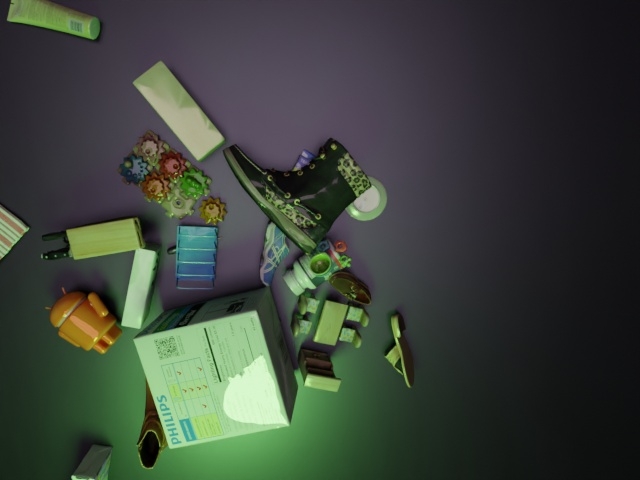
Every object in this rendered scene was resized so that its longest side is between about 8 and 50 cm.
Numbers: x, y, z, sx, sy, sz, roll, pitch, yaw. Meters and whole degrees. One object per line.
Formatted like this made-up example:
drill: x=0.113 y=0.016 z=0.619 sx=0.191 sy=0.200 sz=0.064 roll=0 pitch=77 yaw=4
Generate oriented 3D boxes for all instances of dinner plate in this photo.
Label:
dinner plate: x=0.140 y=-0.131 z=1.512 sx=0.141 sy=0.017 sz=0.141 roll=-1 pitch=100 yaw=-4

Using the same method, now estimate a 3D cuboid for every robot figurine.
robot figurine: x=-0.701 y=0.237 z=1.444 sx=0.219 sy=0.158 sz=0.128 roll=41 pitch=54 yaw=-10

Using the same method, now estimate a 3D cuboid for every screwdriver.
screwdriver: x=-0.385 y=0.016 z=1.488 sx=0.169 sy=0.024 sz=0.025 roll=-11 pitch=71 yaw=-5

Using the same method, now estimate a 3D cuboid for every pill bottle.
pill bottle: x=-0.020 y=0.085 z=1.487 sx=0.180 sy=0.108 sz=0.108 roll=-36 pitch=101 yaw=2

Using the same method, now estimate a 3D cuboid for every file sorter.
file sorter: x=-0.367 y=0.051 z=1.439 sx=0.118 sy=0.104 sz=0.171 roll=2 pitch=103 yaw=-16

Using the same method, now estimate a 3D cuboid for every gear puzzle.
gear puzzle: x=-0.429 y=-0.158 z=1.442 sx=0.338 sy=0.044 sz=0.175 roll=39 pitch=94 yaw=-10

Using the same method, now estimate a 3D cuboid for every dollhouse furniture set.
dollhouse furniture set: x=0.020 y=0.308 z=1.487 sx=0.211 sy=0.161 sz=0.242 roll=14 pitch=102 yaw=-15

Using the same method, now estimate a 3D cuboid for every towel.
towel: x=-0.977 y=-0.013 z=1.429 sx=0.144 sy=0.029 sz=0.197 roll=42 pitch=91 yaw=-10

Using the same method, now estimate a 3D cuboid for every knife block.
knife block: x=-0.646 y=0.001 z=1.357 sx=0.241 sy=0.275 sz=0.088 roll=-18 pitch=103 yaw=-32

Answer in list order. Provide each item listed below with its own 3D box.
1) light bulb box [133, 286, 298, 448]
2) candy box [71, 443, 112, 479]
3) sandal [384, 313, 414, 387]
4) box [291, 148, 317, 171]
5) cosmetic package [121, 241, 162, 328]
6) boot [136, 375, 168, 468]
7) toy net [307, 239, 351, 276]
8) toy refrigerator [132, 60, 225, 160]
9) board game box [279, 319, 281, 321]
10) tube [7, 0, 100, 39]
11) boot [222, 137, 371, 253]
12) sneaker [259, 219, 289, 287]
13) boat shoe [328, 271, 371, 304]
light bulb box: x=-0.290 y=0.366 z=1.428 sx=0.360 sy=0.225 sz=0.359 roll=-13 pitch=100 yaw=6
candy box: x=-0.721 y=0.773 z=1.512 sx=0.070 sy=0.165 sz=0.197 roll=12 pitch=98 yaw=-6
sandal: x=0.245 y=0.359 z=1.586 sx=0.079 sy=0.088 sz=0.240 roll=-9 pitch=94 yaw=28
box: x=-0.047 y=-0.174 z=1.475 sx=0.108 sy=0.042 sz=0.178 roll=29 pitch=97 yaw=-9
cosmetic package: x=-0.533 y=0.133 z=1.455 sx=0.060 sy=0.099 sz=0.239 roll=13 pitch=99 yaw=-7
boot: x=-0.500 y=0.509 z=1.459 sx=0.108 sy=0.220 sz=0.284 roll=5 pitch=99 yaw=-5
toy net: x=0.000 y=0.000 z=1.430 sx=0.122 sy=0.045 sz=0.232 roll=-30 pitch=56 yaw=6
toy refrigerator: x=-0.398 y=-0.362 z=1.389 sx=0.102 sy=0.094 sz=0.270 roll=-40 pitch=101 yaw=-5
board game box: x=-0.191 y=0.343 z=1.557 sx=0.126 sy=0.026 sz=0.187 roll=1 pitch=99 yaw=-5
tube: x=-0.735 y=-0.619 z=1.336 sx=0.239 sy=0.062 sz=0.070 roll=15 pitch=54 yaw=-2
boot: x=-0.064 y=-0.186 z=1.381 sx=0.284 sy=0.138 sz=0.377 roll=-42 pitch=87 yaw=-5
sneaker: x=-0.139 y=0.045 z=1.484 sx=0.081 sy=0.080 sz=0.212 roll=11 pitch=100 yaw=-4
boat shoe: x=0.097 y=0.149 z=1.494 sx=0.177 sy=0.060 sz=0.064 roll=31 pitch=111 yaw=-38
